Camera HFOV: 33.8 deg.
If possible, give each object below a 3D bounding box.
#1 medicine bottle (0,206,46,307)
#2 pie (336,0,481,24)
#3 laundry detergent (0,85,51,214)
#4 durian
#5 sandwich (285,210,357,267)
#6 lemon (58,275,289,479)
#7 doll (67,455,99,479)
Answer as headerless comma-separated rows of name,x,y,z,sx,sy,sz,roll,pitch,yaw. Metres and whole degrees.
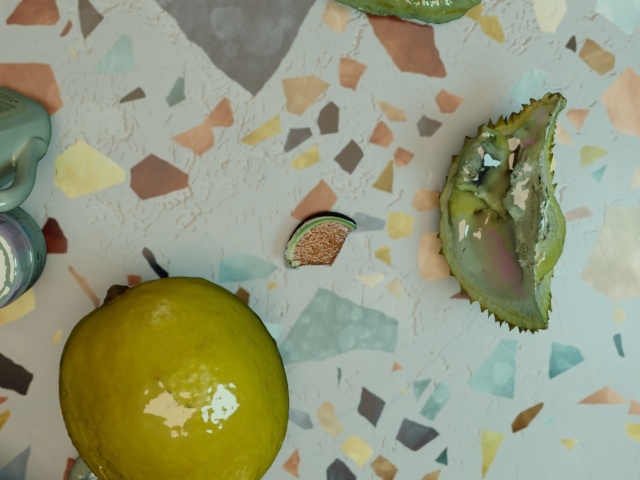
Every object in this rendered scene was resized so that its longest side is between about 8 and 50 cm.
medicine bottle,-0.423,0.022,1.325,0.135,0.168,0.135,0,96,-3
pie,0.108,-0.390,1.355,0.247,0.090,0.201,7,93,-8
laundry detergent,-0.444,-0.094,1.250,0.214,0.281,0.105,13,119,-7
durian,0.244,-0.043,1.365,0.172,0.166,0.307,10,95,-3
sandwich,-0.005,0.000,1.424,0.069,0.026,0.101,32,96,-11
lemon,-0.178,0.193,1.308,0.297,0.297,0.297,0,96,-4
doll,-0.275,0.364,1.421,0.103,0.071,0.214,-21,107,-2
